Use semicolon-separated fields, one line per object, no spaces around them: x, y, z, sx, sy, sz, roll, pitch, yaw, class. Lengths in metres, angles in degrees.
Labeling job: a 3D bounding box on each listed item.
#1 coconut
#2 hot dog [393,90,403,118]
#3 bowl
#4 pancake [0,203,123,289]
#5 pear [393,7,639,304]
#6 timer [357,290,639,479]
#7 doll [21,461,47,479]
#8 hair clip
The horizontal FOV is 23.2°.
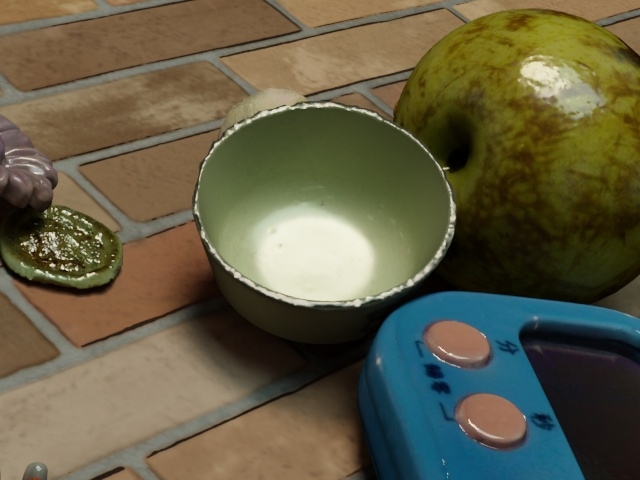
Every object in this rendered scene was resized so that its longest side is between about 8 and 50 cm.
-0.037;-0.081;1.390;0.110;0.110;0.124;12;41;-15;coconut
0.144;-0.101;1.574;0.165;0.045;0.071;38;38;21;hot dog
0.000;0.000;1.262;0.211;0.112;0.211;3;51;-3;bowl
-0.208;0.004;1.251;0.108;0.017;0.108;13;38;-10;pancake
0.196;-0.069;1.368;0.283;0.283;0.283;15;34;-10;pear
0.191;0.180;1.142;0.309;0.115;0.340;6;36;-21;timer
-0.168;0.194;0.934;0.102;0.075;0.227;5;16;-20;doll
-0.355;-0.097;1.247;0.300;0.069;0.173;14;18;-9;hair clip
